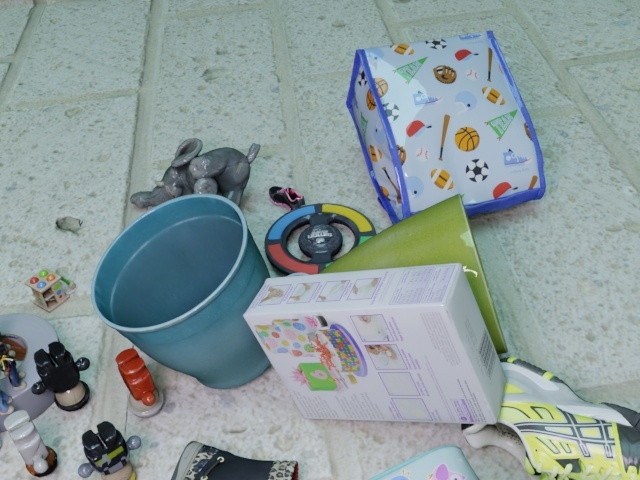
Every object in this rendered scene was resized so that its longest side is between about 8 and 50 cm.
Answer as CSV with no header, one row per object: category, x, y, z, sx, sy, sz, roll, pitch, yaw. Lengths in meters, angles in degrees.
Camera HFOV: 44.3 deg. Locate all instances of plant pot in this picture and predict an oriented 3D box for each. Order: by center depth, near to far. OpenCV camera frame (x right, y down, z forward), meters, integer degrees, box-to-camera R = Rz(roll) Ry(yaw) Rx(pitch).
plant pot,-0.192,0.105,1.305,0.272,0.255,0.271,-15,46,16
plant pot,0.135,0.095,1.334,0.294,0.274,0.274,-17,39,11

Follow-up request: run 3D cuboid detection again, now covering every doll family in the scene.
doll family,-0.532,0.192,1.271,0.076,0.111,0.193,-28,45,-24

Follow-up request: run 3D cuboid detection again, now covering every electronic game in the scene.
electronic game,0.000,0.000,1.593,0.229,0.048,0.229,-3,41,3

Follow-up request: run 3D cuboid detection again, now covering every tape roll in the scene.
tape roll,-0.559,0.229,1.374,0.219,0.072,0.219,-3,39,3

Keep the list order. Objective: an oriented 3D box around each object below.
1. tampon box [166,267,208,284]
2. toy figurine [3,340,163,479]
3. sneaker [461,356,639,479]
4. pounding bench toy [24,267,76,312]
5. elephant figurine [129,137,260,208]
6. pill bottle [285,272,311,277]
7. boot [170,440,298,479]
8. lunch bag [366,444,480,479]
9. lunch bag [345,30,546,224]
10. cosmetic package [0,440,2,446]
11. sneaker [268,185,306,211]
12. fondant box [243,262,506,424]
tampon box,-0.224,0.068,1.486,0.161,0.120,0.101,-18,42,-14
toy figurine,-0.370,0.280,1.244,0.213,0.148,0.209,3,47,7
sneaker,0.380,0.311,1.127,0.385,0.145,0.147,20,53,42
pounding bench toy,-0.526,0.086,1.545,0.052,0.065,0.083,22,47,30
elephant figurine,-0.280,-0.143,1.733,0.186,0.169,0.239,-4,12,-44
pill bottle,-0.036,0.130,1.422,0.078,0.078,0.137,-6,40,0
boot,-0.135,0.396,1.114,0.179,0.085,0.236,5,41,9
lunch bag,0.112,0.386,0.950,0.224,0.279,0.108,-26,42,-6
lunch bag,0.260,-0.217,1.670,0.328,0.239,0.385,-13,63,-10
cosmetic package,-0.610,0.313,1.193,0.151,0.183,0.151,0,39,7
sneaker,-0.071,-0.098,1.714,0.047,0.057,0.119,-35,47,-26
fondant box,0.082,0.161,1.175,0.330,0.238,0.096,-7,36,30
